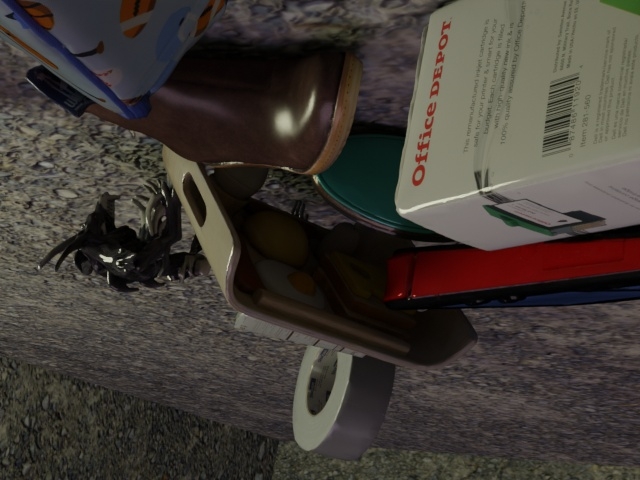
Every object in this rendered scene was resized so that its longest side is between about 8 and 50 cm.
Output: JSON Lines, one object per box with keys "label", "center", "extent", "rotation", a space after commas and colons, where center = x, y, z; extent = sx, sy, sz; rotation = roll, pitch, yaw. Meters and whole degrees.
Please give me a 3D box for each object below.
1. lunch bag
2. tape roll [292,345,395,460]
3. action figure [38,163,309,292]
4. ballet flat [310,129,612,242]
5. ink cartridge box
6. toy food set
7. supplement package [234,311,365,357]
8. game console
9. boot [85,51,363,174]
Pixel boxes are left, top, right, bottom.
{"label": "lunch bag", "center": [-0.186, -0.188, 0.584], "extent": [0.243, 0.115, 0.303], "rotation": [34, 172, 17]}
{"label": "tape roll", "center": [0.033, 0.214, 1.697], "extent": [0.072, 0.219, 0.219], "rotation": [17, 163, -17]}
{"label": "action figure", "center": [-0.161, -0.013, 1.223], "extent": [0.276, 0.141, 0.164], "rotation": [3, 172, -33]}
{"label": "ballet flat", "center": [0.131, -0.036, 1.035], "extent": [0.280, 0.095, 0.096], "rotation": [9, 171, 7]}
{"label": "ink cartridge box", "center": [0.157, -0.091, 0.715], "extent": [0.092, 0.160, 0.219], "rotation": [21, 162, -30]}
{"label": "toy food set", "center": [0.000, 0.000, 1.107], "extent": [0.306, 0.092, 0.220], "rotation": [21, -157, -35]}
{"label": "supplement package", "center": [-0.010, 0.076, 1.466], "extent": [0.179, 0.105, 0.105], "rotation": [13, 163, -6]}
{"label": "game console", "center": [0.284, 0.031, 1.025], "extent": [0.342, 0.060, 0.386], "rotation": [-4, 176, 44]}
{"label": "boot", "center": [-0.094, -0.114, 0.917], "extent": [0.207, 0.090, 0.248], "rotation": [14, 167, -18]}
